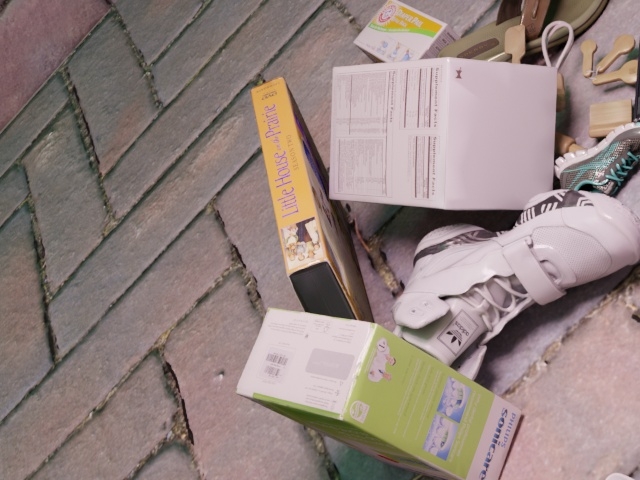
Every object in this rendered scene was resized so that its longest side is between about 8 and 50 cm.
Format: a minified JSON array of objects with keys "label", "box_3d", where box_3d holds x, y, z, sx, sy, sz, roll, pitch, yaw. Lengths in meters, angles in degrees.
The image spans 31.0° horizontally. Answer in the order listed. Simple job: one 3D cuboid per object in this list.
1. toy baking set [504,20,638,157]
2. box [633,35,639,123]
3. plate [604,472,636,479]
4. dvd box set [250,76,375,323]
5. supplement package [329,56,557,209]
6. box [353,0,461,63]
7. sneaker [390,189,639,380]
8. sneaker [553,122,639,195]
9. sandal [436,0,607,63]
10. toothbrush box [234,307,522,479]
[{"label":"toy baking set","box_3d":[0.350,-0.218,1.652,0.256,0.030,0.197,24,82,38]},{"label":"box","box_3d":[0.521,-0.239,1.496,0.220,0.051,0.175,-16,48,40]},{"label":"plate","box_3d":[0.333,0.405,1.152,0.278,0.045,0.277,22,78,54]},{"label":"dvd box set","box_3d":[0.000,0.000,1.668,0.062,0.307,0.420,-21,42,6]},{"label":"supplement package","box_3d":[0.167,-0.146,1.620,0.263,0.199,0.198,7,97,56]},{"label":"box","box_3d":[0.161,-0.312,1.921,0.103,0.114,0.203,-50,33,3]},{"label":"sneaker","box_3d":[0.232,0.067,1.455,0.366,0.137,0.210,-15,35,48]},{"label":"sneaker","box_3d":[0.387,-0.096,1.527,0.166,0.065,0.076,-31,47,41]},{"label":"sandal","box_3d":[0.311,-0.342,1.763,0.303,0.086,0.120,-30,37,0]},{"label":"toothbrush box","box_3d":[0.073,0.197,1.419,0.206,0.283,0.122,5,70,50]}]
